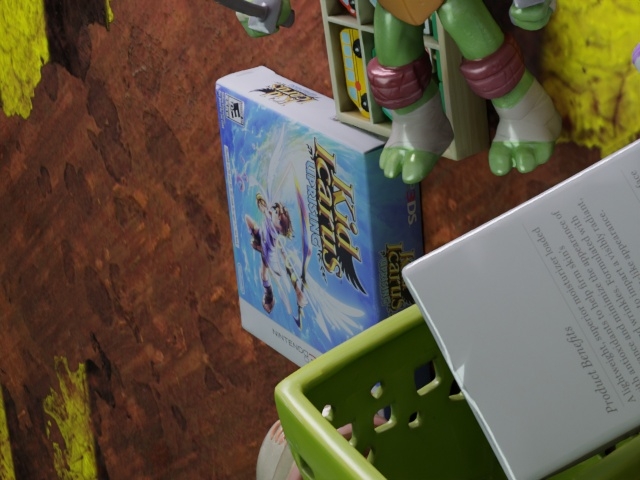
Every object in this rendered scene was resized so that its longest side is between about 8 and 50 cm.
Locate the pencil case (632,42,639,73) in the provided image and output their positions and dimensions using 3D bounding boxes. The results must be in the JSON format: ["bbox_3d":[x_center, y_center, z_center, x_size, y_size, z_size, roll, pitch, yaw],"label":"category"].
[{"bbox_3d":[0.265,-0.051,0.906,0.088,0.086,0.206,-32,80,28],"label":"pencil case"}]

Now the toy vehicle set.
[{"bbox_3d":[0.056,-0.208,1.205,0.166,0.035,0.267,24,128,53],"label":"toy vehicle set"}]

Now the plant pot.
[{"bbox_3d":[0.122,0.192,1.170,0.227,0.228,0.207,40,148,42],"label":"plant pot"}]

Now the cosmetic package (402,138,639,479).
[{"bbox_3d":[0.171,0.050,0.971,0.151,0.184,0.151,63,-174,13],"label":"cosmetic package"}]

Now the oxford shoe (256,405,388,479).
[{"bbox_3d":[-0.012,0.218,1.449,0.397,0.140,0.146,102,145,-62],"label":"oxford shoe"}]

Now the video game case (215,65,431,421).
[{"bbox_3d":[0.000,0.000,1.415,0.244,0.061,0.269,28,132,49],"label":"video game case"}]

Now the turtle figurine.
[{"bbox_3d":[0.054,-0.138,1.025,0.274,0.198,0.266,-110,-6,-54],"label":"turtle figurine"}]
